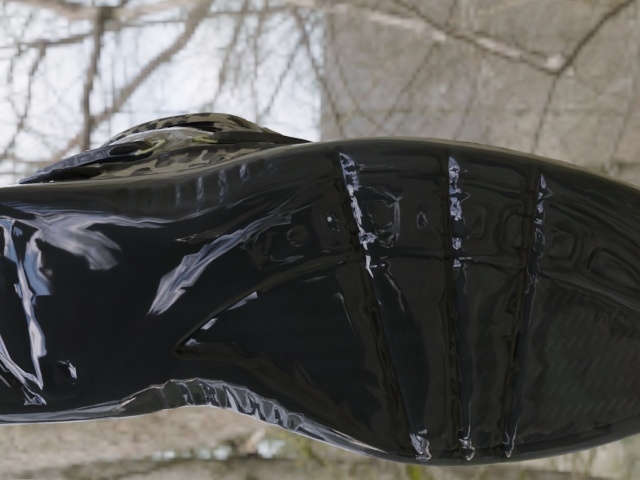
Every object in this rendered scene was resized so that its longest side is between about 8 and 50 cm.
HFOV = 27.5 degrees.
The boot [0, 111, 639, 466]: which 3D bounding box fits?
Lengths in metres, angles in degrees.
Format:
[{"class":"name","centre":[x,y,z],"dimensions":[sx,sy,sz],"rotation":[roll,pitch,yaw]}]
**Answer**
[{"class":"boot","centre":[-0.001,-0.002,0.414],"dimensions":[0.178,0.236,0.085],"rotation":[-53,-38,-74]}]
